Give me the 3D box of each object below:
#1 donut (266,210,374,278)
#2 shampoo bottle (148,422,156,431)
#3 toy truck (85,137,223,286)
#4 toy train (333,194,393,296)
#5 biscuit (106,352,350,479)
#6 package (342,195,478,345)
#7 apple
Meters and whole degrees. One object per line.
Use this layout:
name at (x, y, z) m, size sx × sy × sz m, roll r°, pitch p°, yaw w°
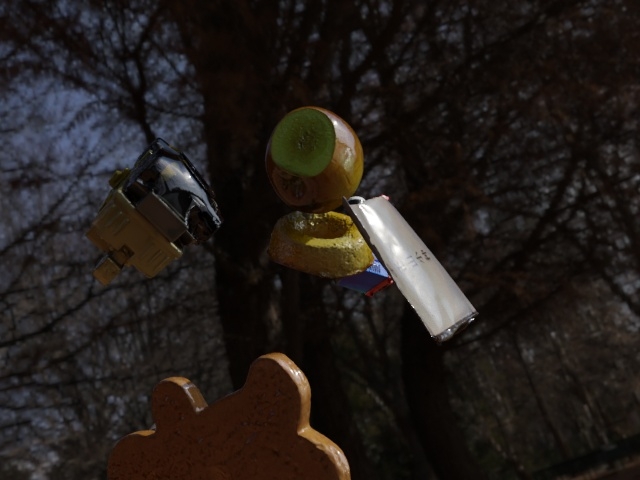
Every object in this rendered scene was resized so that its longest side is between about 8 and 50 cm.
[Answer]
donut at (0.000, 0.000, 1.506) m, size 0.178 × 0.066 × 0.162 m, roll 15°, pitch 25°, yaw 21°
shampoo bottle at (-0.320, 0.420, 1.772) m, size 0.127 × 0.078 × 0.257 m, roll -32°, pitch 21°, yaw 37°
toy truck at (-0.327, -0.052, 1.770) m, size 0.254 × 0.181 × 0.405 m, roll -41°, pitch 15°, yaw 2°
toy train at (0.090, 0.003, 1.847) m, size 0.131 × 0.204 × 0.082 m, roll 17°, pitch -38°, yaw -30°
biscuit at (-0.121, 0.245, 1.061) m, size 0.324 × 0.205 × 0.049 m, roll -28°, pitch -6°, yaw 28°
package at (0.107, 0.039, 1.168) m, size 0.062 × 0.204 × 0.251 m, roll -39°, pitch -12°, yaw 15°
apple at (-0.009, -0.124, 1.482) m, size 0.146 × 0.147 × 0.163 m, roll 11°, pitch -36°, yaw 29°
